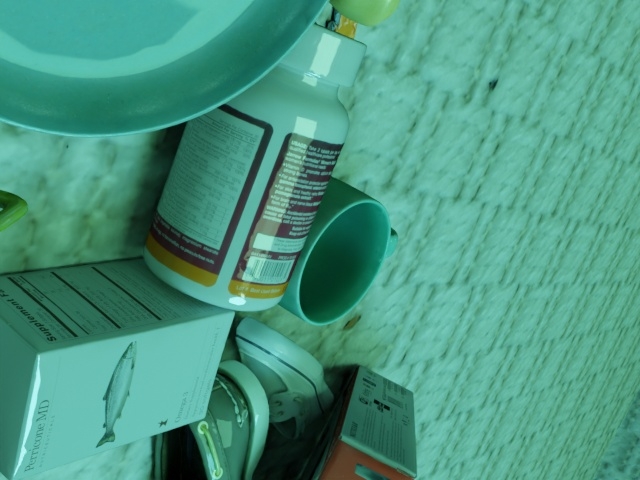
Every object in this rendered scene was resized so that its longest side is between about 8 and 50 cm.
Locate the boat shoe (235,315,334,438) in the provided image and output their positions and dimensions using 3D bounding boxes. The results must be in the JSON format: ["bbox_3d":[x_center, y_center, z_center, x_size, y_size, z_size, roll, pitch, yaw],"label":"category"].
[{"bbox_3d":[-0.040,0.156,0.887,0.076,0.083,0.226,-57,149,-16],"label":"boat shoe"}]

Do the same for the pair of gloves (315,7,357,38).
[{"bbox_3d":[0.004,-0.179,0.754,0.083,0.010,0.074,-26,135,-40],"label":"pair of gloves"}]

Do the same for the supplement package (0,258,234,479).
[{"bbox_3d":[-0.171,0.087,0.638,0.179,0.105,0.105,-8,122,-51],"label":"supplement package"}]

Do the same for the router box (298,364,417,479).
[{"bbox_3d":[0.002,0.317,0.938,0.301,0.082,0.335,-63,177,5],"label":"router box"}]

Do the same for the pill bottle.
[{"bbox_3d":[-0.050,-0.066,0.666,0.121,0.121,0.221,3,113,-54],"label":"pill bottle"}]

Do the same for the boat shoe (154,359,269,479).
[{"bbox_3d":[-0.122,0.266,0.851,0.091,0.109,0.305,-18,123,-46],"label":"boat shoe"}]

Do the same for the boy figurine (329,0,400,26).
[{"bbox_3d":[0.043,-0.306,0.632,0.177,0.092,0.285,-32,139,-34],"label":"boy figurine"}]

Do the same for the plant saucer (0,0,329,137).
[{"bbox_3d":[-0.113,-0.208,0.473,0.317,0.044,0.317,-19,132,-22],"label":"plant saucer"}]

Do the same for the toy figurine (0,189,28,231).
[{"bbox_3d":[-0.324,0.004,0.300,0.362,0.191,0.217,-47,141,-22],"label":"toy figurine"}]

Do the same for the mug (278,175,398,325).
[{"bbox_3d":[-0.006,0.006,0.805,0.129,0.097,0.158,-56,148,-7],"label":"mug"}]
